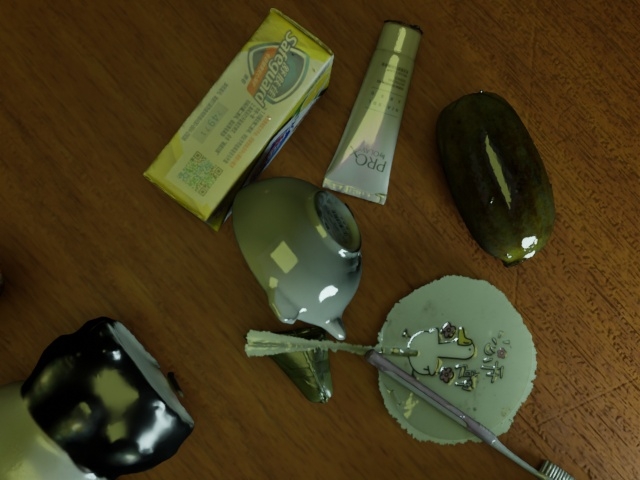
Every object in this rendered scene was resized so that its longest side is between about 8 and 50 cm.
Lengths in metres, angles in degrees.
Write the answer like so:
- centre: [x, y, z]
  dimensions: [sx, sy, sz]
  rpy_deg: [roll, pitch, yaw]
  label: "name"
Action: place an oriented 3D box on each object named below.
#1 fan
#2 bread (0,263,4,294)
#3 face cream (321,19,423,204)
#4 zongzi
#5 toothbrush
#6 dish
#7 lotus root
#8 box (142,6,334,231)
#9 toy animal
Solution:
- centre: [0.103, 0.150, 1.084]
  dimensions: [0.415, 0.012, 0.233]
  rpy_deg: [9, 85, -13]
  label: "fan"
- centre: [-0.539, 0.128, 0.925]
  dimensions: [0.114, 0.328, 0.295]
  rpy_deg: [47, 126, 1]
  label: "bread"
- centre: [0.078, -0.178, 1.109]
  dimensions: [0.092, 0.058, 0.243]
  rpy_deg: [16, 92, -7]
  label: "face cream"
- centre: [-0.043, 0.171, 1.078]
  dimensions: [0.113, 0.052, 0.104]
  rpy_deg: [-5, 84, -11]
  label: "zongzi"
- centre: [0.206, 0.244, 1.085]
  dimensions: [0.354, 0.024, 0.029]
  rpy_deg: [35, 75, -10]
  label: "toothbrush"
- centre: [0.000, 0.000, 1.009]
  dimensions: [0.086, 0.228, 0.236]
  rpy_deg: [-33, 51, 27]
  label: "dish"
- centre: [0.233, -0.085, 1.078]
  dimensions: [0.124, 0.123, 0.241]
  rpy_deg: [-22, 86, 4]
  label: "lotus root"
- centre: [-0.100, -0.147, 1.039]
  dimensions: [0.097, 0.168, 0.265]
  rpy_deg: [37, 84, 1]
  label: "box"
- centre: [-0.303, 0.237, 0.995]
  dimensions: [0.267, 0.212, 0.212]
  rpy_deg: [-40, 90, -1]
  label: "toy animal"
